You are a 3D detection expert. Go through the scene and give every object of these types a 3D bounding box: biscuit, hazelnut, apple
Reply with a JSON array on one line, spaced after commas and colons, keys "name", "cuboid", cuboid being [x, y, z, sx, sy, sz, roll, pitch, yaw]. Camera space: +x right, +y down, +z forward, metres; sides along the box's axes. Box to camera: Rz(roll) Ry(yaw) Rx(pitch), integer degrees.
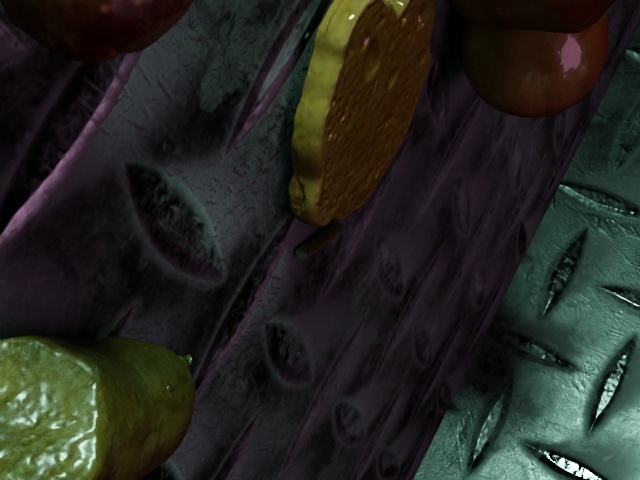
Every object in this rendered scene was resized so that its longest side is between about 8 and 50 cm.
[{"name": "biscuit", "cuboid": [0.054, -0.190, 1.290, 0.312, 0.057, 0.351, -52, 156, -35]}, {"name": "hazelnut", "cuboid": [-0.149, -0.193, 0.667, 0.154, 0.143, 0.143, -101, -157, -64]}, {"name": "apple", "cuboid": [0.340, -0.326, 1.599, 0.253, 0.253, 0.253, -51, 154, -36]}]

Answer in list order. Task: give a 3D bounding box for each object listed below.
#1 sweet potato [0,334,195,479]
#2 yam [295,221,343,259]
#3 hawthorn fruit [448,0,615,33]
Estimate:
[{"name": "sweet potato", "cuboid": [-0.205, 0.161, 0.911, 0.158, 0.158, 0.370, -67, 164, 2]}, {"name": "yam", "cuboid": [0.000, 0.000, 1.413, 0.116, 0.021, 0.021, -36, 144, -54]}, {"name": "hawthorn fruit", "cuboid": [0.270, -0.412, 1.257, 0.325, 0.308, 0.308, 7, 106, -59]}]
